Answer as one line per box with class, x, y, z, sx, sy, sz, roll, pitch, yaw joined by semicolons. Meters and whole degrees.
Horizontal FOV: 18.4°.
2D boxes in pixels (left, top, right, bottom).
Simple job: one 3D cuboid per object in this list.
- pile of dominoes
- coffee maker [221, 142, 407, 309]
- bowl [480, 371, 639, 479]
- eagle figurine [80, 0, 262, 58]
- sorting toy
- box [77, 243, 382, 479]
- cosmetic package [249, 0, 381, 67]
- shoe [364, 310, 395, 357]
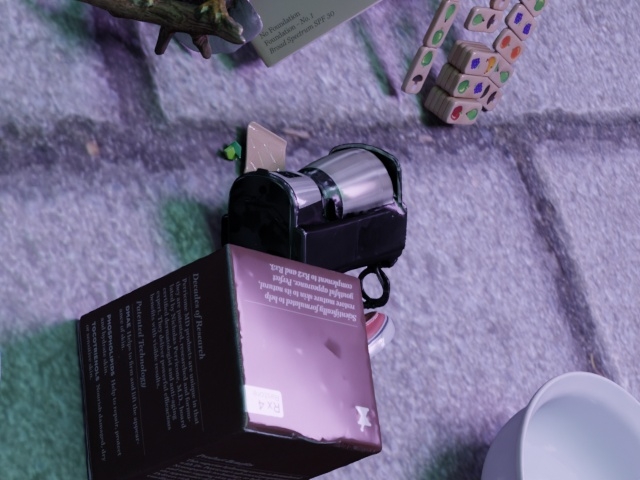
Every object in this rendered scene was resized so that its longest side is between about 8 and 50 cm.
pile of dominoes;0.204;-0.249;2.238;0.040;0.251;0.196;39;23;32
coffee maker;0.000;0.000;1.949;0.178;0.120;0.171;-20;91;-49
bowl;0.260;0.296;2.074;0.298;0.134;0.298;24;54;-38
eagle figurine;-0.092;-0.332;1.898;0.226;0.225;0.298;28;71;-37
sorting toy;-0.067;-0.088;2.010;0.083;0.012;0.062;29;55;-40
box;-0.082;0.125;1.725;0.168;0.203;0.167;16;58;-44
cosmetic package;-0.064;-0.353;2.023;0.309;0.160;0.113;56;19;-9
shoe;0.005;0.092;1.951;0.178;0.063;0.081;-36;103;-47
